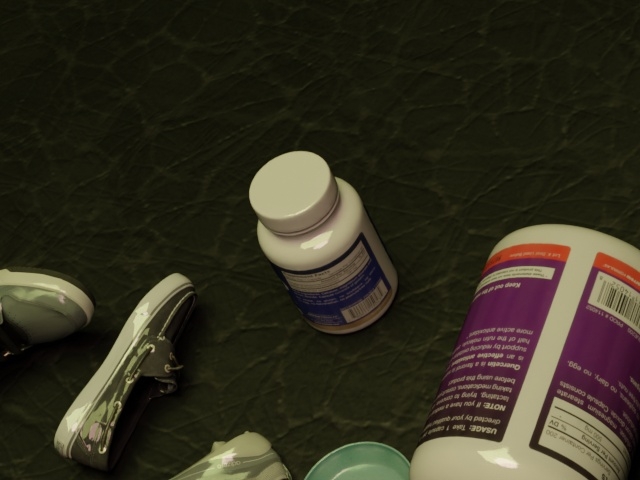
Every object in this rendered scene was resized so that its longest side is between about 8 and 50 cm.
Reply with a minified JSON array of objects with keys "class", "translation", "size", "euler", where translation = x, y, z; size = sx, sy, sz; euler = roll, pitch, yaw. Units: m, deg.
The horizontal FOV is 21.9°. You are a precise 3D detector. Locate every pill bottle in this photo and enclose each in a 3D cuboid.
[{"class":"pill bottle","translation":[0.000,0.000,1.656],"size":[0.112,0.187,0.112],"euler":[-12,49,15]},{"class":"pill bottle","translation":[0.190,0.157,1.452],"size":[0.181,0.181,0.323],"euler":[7,57,28]}]

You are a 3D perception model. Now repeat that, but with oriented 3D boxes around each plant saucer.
[{"class":"plant saucer","translation":[0.037,0.246,1.555],"size":[0.119,0.021,0.119],"euler":[-12,50,15]}]

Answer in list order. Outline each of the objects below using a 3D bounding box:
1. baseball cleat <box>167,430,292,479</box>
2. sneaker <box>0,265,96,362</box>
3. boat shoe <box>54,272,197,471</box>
[{"class":"baseball cleat","translation":[-0.122,0.267,1.576],"size":[0.206,0.072,0.109],"euler":[-37,55,-3]},{"class":"sneaker","translation":[-0.388,0.132,1.762],"size":[0.295,0.124,0.178],"euler":[-11,45,25]},{"class":"boat shoe","translation":[-0.182,0.139,1.706],"size":[0.076,0.080,0.228],"euler":[26,63,18]}]
